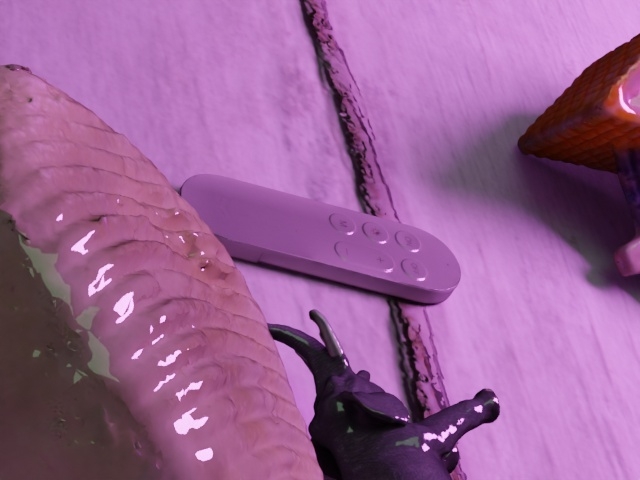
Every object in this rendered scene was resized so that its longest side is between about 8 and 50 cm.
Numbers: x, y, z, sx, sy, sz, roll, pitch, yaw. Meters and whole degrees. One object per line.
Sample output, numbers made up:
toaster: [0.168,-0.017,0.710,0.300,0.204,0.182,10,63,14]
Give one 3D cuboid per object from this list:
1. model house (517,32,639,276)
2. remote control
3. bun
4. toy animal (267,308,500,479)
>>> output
model house: [0.322,-0.080,1.652,0.237,0.202,0.237,-18,92,-20]
remote control: [0.000,0.000,1.445,0.245,0.022,0.077,15,37,-22]
bun: [-0.153,0.085,1.039,0.362,0.234,0.326,53,6,-15]
toy animal: [0.057,0.143,1.265,0.137,0.082,0.269,-4,49,-40]
